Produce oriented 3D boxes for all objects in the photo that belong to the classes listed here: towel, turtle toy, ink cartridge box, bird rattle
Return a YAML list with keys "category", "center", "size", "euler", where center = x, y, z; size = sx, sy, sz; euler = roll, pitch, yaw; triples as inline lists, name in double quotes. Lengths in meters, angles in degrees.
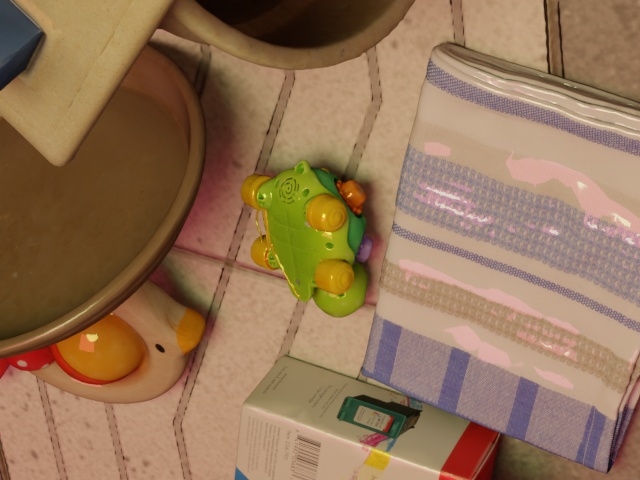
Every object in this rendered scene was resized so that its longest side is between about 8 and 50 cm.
- category: "towel"
  center: [0.143, 0.018, 1.053]
  size: [0.209, 0.034, 0.285]
  euler: [21, 123, 16]
- category: "turtle toy"
  center: [0.000, 0.000, 1.092]
  size: [0.095, 0.066, 0.130]
  euler: [20, 128, 43]
- category: "ink cartridge box"
  center: [0.053, 0.193, 1.160]
  size: [0.231, 0.078, 0.134]
  euler: [18, 122, 17]
- category: "bird rattle"
  center: [-0.206, 0.068, 1.199]
  size: [0.207, 0.143, 0.253]
  euler: [32, 130, -12]

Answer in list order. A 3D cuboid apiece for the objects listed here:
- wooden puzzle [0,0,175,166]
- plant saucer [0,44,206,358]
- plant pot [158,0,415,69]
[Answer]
- category: "wooden puzzle"
  center: [-0.211, -0.190, 0.705]
  size: [0.322, 0.080, 0.348]
  euler: [43, 153, -3]
- category: "plant saucer"
  center: [-0.201, -0.029, 1.077]
  size: [0.278, 0.277, 0.041]
  euler: [0, 146, 26]
- category: "plant pot"
  center: [-0.137, -0.257, 0.900]
  size: [0.306, 0.334, 0.333]
  euler: [0, 115, 39]
